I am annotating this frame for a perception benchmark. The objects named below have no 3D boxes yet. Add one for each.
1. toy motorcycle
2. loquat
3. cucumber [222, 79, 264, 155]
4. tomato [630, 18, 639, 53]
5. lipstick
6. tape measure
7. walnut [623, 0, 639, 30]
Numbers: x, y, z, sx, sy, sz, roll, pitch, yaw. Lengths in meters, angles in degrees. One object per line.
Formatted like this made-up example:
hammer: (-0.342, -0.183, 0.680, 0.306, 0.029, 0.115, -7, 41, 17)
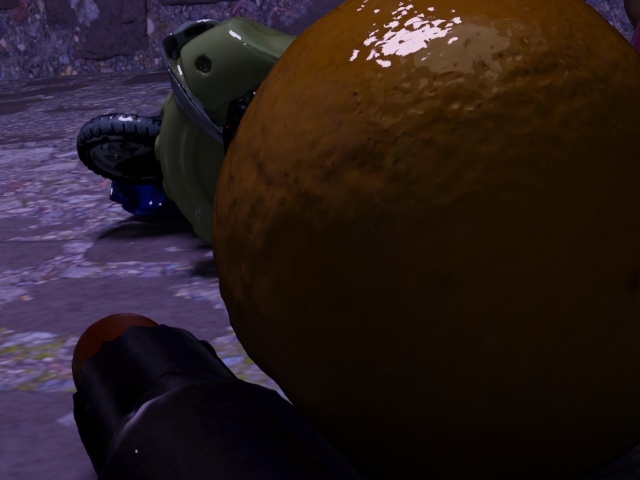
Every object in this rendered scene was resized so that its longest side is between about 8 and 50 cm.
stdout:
toy motorcycle: (-0.050, -0.074, 1.073, 0.315, 0.113, 0.169, -9, -28, 26)
loquat: (0.060, -0.003, 0.520, 0.208, 0.208, 0.208, -5, 12, 1)
cucumber: (0.000, 0.000, 0.738, 0.081, 0.072, 0.303, -34, 32, 7)
tomato: (0.317, -0.086, 0.608, 0.176, 0.335, 0.290, 26, 11, -43)
lipstick: (-0.041, 0.083, 0.460, 0.081, 0.081, 0.300, -10, 15, -20)
tape measure: (-0.027, -0.067, 0.919, 0.200, 0.175, 0.106, 18, 20, -1)
walnut: (0.428, -0.210, 1.048, 0.381, 0.381, 0.381, -5, 12, 1)
